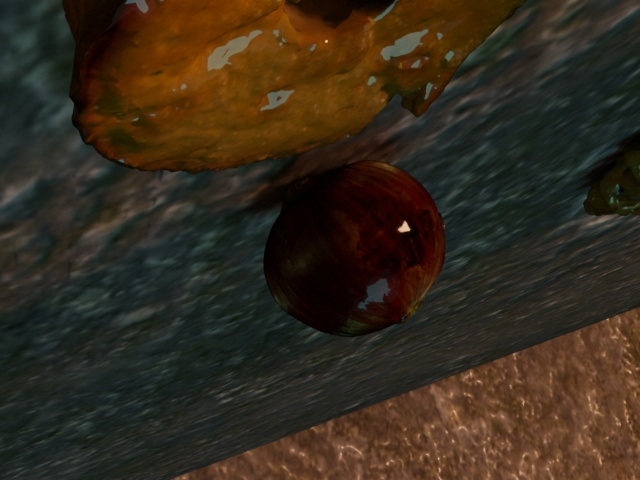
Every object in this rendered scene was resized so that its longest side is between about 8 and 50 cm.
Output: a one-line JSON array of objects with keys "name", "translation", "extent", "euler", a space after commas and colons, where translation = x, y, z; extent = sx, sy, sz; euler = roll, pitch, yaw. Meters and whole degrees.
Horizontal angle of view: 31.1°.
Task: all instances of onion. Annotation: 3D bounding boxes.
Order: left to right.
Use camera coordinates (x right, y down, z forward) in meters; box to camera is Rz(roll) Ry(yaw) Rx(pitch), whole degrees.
[{"name": "onion", "translation": [0.021, 0.002, 0.707], "extent": [0.117, 0.118, 0.118], "euler": [-53, 175, -18]}]

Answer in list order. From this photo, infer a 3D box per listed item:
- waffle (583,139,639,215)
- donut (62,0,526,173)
[{"name": "waffle", "translation": [0.358, -0.086, 1.001], "extent": [0.245, 0.052, 0.254], "euler": [-14, 165, -25]}, {"name": "donut", "translation": [0.001, -0.099, 0.350], "extent": [0.174, 0.075, 0.190], "euler": [-10, 158, -36]}]
